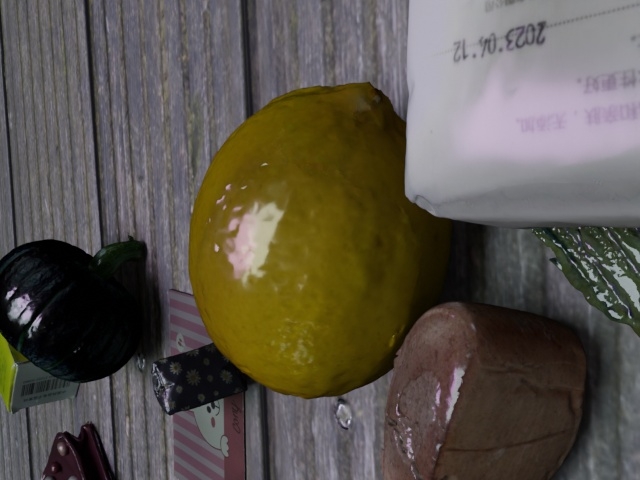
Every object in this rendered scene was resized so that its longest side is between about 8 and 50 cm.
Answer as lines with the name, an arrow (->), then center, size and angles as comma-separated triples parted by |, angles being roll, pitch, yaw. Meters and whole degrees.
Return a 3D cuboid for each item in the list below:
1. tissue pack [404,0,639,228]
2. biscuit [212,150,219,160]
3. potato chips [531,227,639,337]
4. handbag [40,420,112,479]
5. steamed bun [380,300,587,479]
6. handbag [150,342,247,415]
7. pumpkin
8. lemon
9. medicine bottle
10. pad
tissue pack -> 0.225, -0.135, 0.363 | 0.356, 0.194, 0.266 | 3, 90, 49
biscuit -> -0.055, -0.060, 0.841 | 0.250, 0.035, 0.162 | 31, 112, 44
potato chips -> 0.204, -0.013, 0.541 | 0.207, 0.028, 0.092 | 55, 131, 28
handbag -> -0.454, 0.482, 1.357 | 0.216, 0.074, 0.203 | 57, 134, 29
steamed bun -> 0.125, 0.132, 0.563 | 0.106, 0.145, 0.175 | 37, 115, 60
handbag -> -0.173, 0.186, 0.956 | 0.139, 0.115, 0.072 | -36, 71, 63
pumpkin -> -0.374, 0.085, 1.120 | 0.248, 0.248, 0.248 | 8, 101, 50
lemon -> -0.001, 0.004, 0.634 | 0.236, 0.236, 0.263 | 26, 87, 46
medicine bottle -> -0.582, 0.199, 1.426 | 0.250, 0.137, 0.141 | 46, 127, 36
pad -> -0.166, 0.230, 1.031 | 0.202, 0.005, 0.299 | 9, 101, 49
